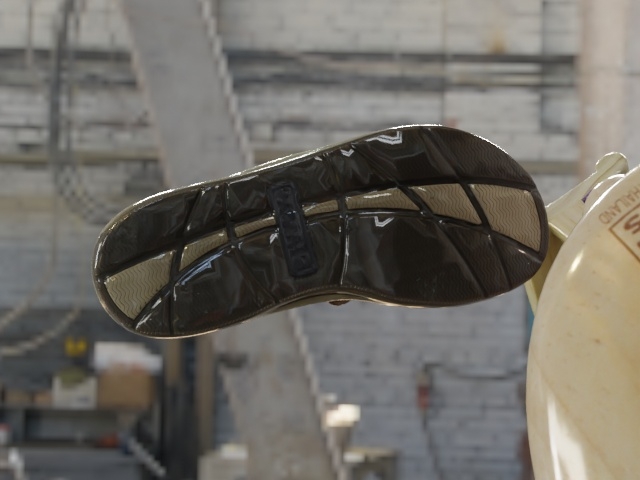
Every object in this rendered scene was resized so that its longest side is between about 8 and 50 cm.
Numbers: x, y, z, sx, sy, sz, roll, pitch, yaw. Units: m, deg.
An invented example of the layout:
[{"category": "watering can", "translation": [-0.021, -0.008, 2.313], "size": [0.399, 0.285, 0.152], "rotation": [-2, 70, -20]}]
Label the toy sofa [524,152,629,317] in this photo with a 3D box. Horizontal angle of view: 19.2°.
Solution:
[{"category": "toy sofa", "translation": [0.322, 0.074, 1.420], "size": [0.177, 0.150, 0.362], "rotation": [-34, 42, -12]}]

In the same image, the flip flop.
[{"category": "flip flop", "translation": [0.000, 0.000, 1.143], "size": [0.277, 0.112, 0.080], "rotation": [-12, -1, -7]}]

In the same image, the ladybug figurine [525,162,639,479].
[{"category": "ladybug figurine", "translation": [0.277, 0.133, 0.859], "size": [0.305, 0.449, 0.162], "rotation": [-37, -27, 1]}]
